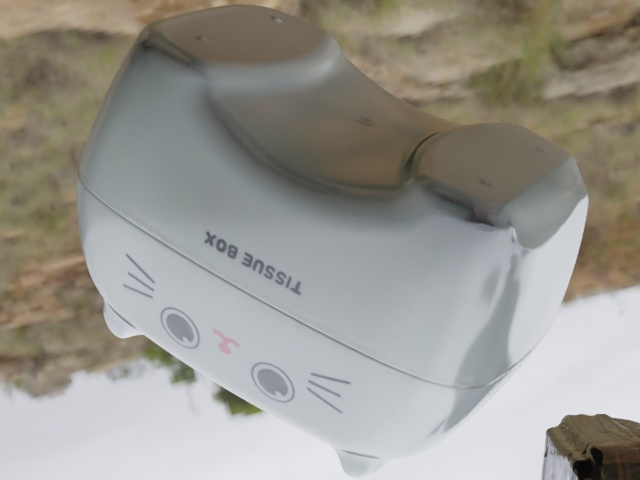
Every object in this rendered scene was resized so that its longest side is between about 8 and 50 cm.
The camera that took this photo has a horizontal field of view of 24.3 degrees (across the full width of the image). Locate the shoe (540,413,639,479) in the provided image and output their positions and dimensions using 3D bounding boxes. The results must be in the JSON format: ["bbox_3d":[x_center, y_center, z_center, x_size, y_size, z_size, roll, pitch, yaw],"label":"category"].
[{"bbox_3d":[0.273,0.209,1.034,0.237,0.171,0.384,4,171,4],"label":"shoe"}]

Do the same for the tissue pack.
[{"bbox_3d":[0.000,0.000,1.046,0.333,0.236,0.229,29,-153,18],"label":"tissue pack"}]
